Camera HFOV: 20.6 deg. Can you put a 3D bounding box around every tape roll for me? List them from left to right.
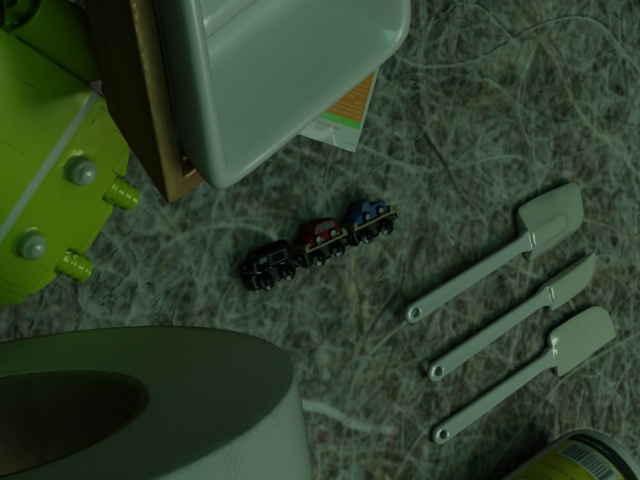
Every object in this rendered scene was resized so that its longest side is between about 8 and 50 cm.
[{"bbox_3d":[-0.199,0.141,1.049,0.392,0.392,0.072,-20,105,-36],"label":"tape roll"}]

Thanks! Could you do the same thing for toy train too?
[{"bbox_3d":[0.000,0.000,1.426,0.158,0.027,0.036,-24,98,-34],"label":"toy train"}]

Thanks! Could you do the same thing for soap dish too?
[{"bbox_3d":[-0.053,-0.197,1.111,0.229,0.118,0.291,-41,146,-29],"label":"soap dish"}]

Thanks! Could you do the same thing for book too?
[{"bbox_3d":[0.002,-0.147,1.304,0.096,0.035,0.144,16,93,-40],"label":"book"}]

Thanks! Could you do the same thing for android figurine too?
[{"bbox_3d":[-0.226,-0.051,1.170,0.248,0.056,0.273,-55,140,-1],"label":"android figurine"}]

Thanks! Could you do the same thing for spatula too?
[{"bbox_3d":[0.169,0.066,1.574,0.242,0.019,0.168,-29,117,-32],"label":"spatula"}]

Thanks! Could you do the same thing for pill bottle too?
[{"bbox_3d":[0.183,0.261,1.534,0.208,0.119,0.119,-29,111,-33],"label":"pill bottle"}]
